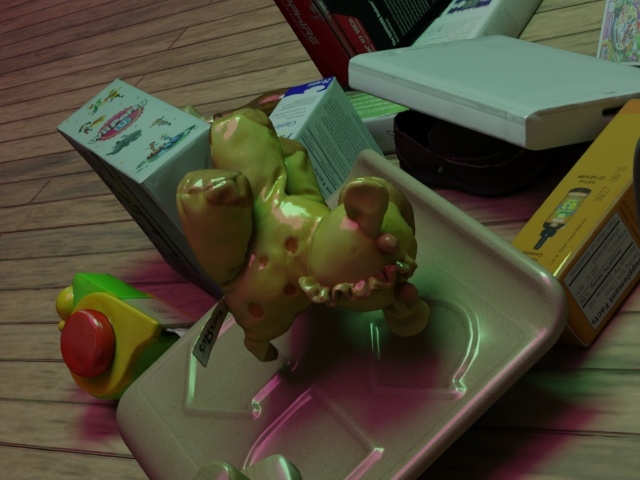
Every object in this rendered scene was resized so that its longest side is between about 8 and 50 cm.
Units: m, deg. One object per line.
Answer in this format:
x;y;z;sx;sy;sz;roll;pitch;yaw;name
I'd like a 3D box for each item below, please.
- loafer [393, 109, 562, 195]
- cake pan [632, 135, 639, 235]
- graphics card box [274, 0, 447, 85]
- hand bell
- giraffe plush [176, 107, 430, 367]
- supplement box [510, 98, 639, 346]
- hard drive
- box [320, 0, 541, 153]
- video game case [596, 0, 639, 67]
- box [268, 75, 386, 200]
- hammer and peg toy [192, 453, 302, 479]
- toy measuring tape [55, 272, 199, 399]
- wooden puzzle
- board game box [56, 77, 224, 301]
0.145;-0.098;1.389;0.220;0.078;0.080;2;45;50;loafer
0.253;0.069;0.789;0.054;0.293;0.293;-17;29;3;cake pan
0.083;-0.383;1.627;0.094;0.233;0.371;5;47;52;graphics card box
-0.122;-0.155;1.792;0.242;0.126;0.126;-15;31;10;hand bell
0.000;0.000;1.083;0.170;0.181;0.210;-7;59;30;giraffe plush
0.242;-0.019;1.159;0.233;0.080;0.078;-46;28;-23;supplement box
0.190;-0.150;1.349;0.203;0.040;0.307;-12;21;-26;hard drive
0.119;-0.221;1.644;0.232;0.058;0.322;-5;38;44;box
0.331;-0.217;1.388;0.122;0.011;0.087;8;88;53;video game case
-0.008;-0.082;1.485;0.072;0.126;0.137;-8;37;40;box
-0.084;0.335;0.890;0.266;0.127;0.361;-29;46;12;hammer and peg toy
-0.163;0.127;1.384;0.330;0.121;0.121;24;62;39;toy measuring tape
0.011;0.117;1.153;0.348;0.080;0.322;-47;37;-2;wooden puzzle
-0.140;-0.041;1.464;0.097;0.224;0.303;-43;29;-11;board game box
